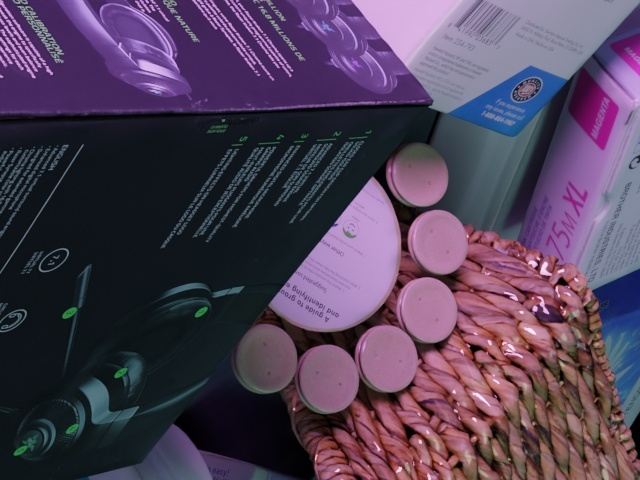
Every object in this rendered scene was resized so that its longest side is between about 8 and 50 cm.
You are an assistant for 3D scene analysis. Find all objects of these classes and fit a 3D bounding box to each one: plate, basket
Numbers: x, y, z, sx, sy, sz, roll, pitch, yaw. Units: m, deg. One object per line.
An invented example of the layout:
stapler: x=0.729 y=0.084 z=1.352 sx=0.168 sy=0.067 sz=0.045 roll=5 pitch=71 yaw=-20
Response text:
plate: x=0.187 y=-0.079 z=1.241 sx=0.277 sy=0.045 sz=0.278 roll=-19 pitch=146 yaw=-29
basket: x=0.050 y=0.153 z=1.187 sx=0.223 sy=0.213 sz=0.299 roll=-50 pitch=140 yaw=-25

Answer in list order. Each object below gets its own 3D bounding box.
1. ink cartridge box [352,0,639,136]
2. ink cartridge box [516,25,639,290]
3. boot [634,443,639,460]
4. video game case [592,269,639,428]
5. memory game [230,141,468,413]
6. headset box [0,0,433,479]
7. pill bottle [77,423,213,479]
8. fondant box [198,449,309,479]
ink cartridge box: x=0.122 y=-0.170 z=0.992 sx=0.231 sy=0.078 sz=0.134 roll=-48 pitch=147 yaw=20
ink cartridge box: x=0.277 y=-0.087 z=1.219 sx=0.311 sy=0.065 sz=0.185 roll=-20 pitch=147 yaw=-25
boot: x=0.269 y=0.248 z=1.659 sx=0.260 sy=0.131 sz=0.348 roll=-33 pitch=169 yaw=-7
video game case: x=0.151 y=0.125 z=1.488 sx=0.270 sy=0.061 sz=0.244 roll=-17 pitch=145 yaw=-32
memory game: x=0.000 y=0.000 z=1.031 sx=0.186 sy=0.186 sz=0.012 roll=-18 pitch=-179 yaw=-31
headset box: x=-0.126 y=-0.012 z=0.773 sx=0.283 sy=0.131 sz=0.246 roll=-8 pitch=143 yaw=-51
pill bottle: x=-0.190 y=0.189 z=1.110 sx=0.264 sy=0.146 sz=0.146 roll=-19 pitch=147 yaw=-30
fondant box: x=-0.064 y=0.320 z=1.315 sx=0.238 sy=0.096 sz=0.330 roll=28 pitch=72 yaw=-59
